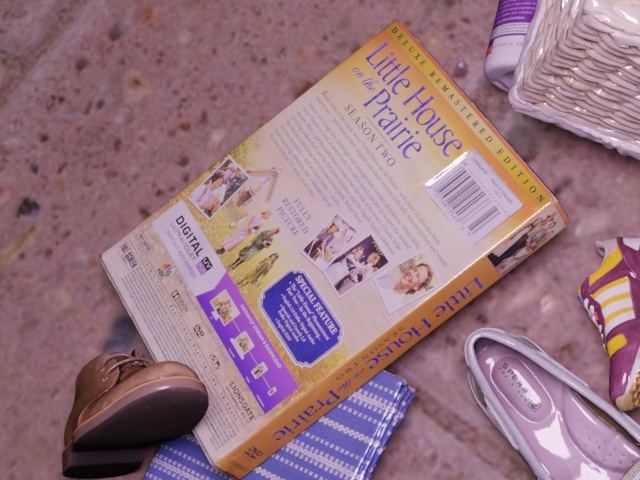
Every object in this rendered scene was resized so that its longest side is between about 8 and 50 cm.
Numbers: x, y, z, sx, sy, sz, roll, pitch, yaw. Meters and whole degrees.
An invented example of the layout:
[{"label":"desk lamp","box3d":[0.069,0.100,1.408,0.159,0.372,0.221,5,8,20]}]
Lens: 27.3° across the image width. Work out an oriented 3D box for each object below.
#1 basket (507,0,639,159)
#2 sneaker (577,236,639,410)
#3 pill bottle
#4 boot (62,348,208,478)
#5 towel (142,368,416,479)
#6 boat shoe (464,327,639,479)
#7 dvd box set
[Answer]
[{"label":"basket","box3d":[0.389,-0.234,1.176,0.331,0.266,0.328,22,81,-1]},{"label":"sneaker","box3d":[0.284,0.079,1.263,0.084,0.069,0.185,6,54,23]},{"label":"pill bottle","box3d":[0.240,-0.250,1.356,0.108,0.108,0.193,10,79,20]},{"label":"boot","box3d":[-0.196,0.152,1.303,0.112,0.305,0.115,5,69,-25]},{"label":"towel","box3d":[-0.072,0.255,1.319,0.243,0.040,0.336,18,73,34]},{"label":"boat shoe","box3d":[0.253,0.206,1.229,0.118,0.103,0.320,-42,68,3]},{"label":"dvd box set","box3d":[0.000,0.000,1.356,0.420,0.062,0.308,-39,55,4]}]
